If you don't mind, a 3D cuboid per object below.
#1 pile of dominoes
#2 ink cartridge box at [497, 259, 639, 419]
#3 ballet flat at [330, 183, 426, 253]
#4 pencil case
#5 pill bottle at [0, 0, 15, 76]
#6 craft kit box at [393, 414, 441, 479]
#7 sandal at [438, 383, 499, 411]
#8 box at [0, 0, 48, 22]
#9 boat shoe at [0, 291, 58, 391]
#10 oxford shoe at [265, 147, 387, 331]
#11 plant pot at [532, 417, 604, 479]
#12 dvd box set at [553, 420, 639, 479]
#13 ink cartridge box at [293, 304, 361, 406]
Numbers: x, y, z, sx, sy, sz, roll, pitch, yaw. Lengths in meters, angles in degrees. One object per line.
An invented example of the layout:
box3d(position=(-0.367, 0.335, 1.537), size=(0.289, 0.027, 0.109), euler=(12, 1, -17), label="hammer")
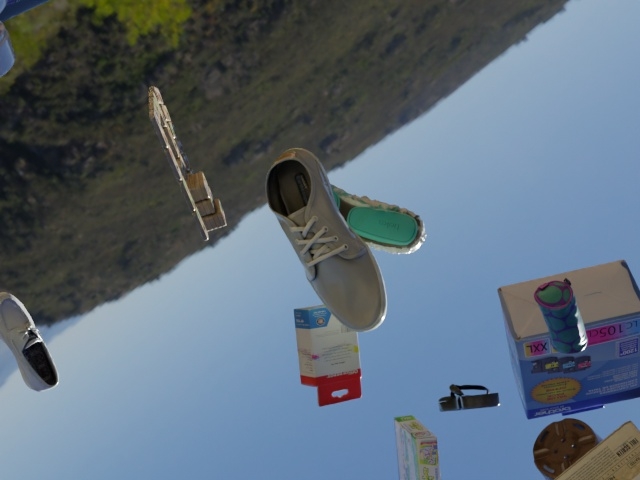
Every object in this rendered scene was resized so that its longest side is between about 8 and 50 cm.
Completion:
box3d(position=(-0.218, -0.136, 1.426), size=(0.040, 0.251, 0.196), euler=(-19, -148, -1), label="pile of dominoes")
box3d(position=(0.547, 0.238, 1.862), size=(0.270, 0.395, 0.151), euler=(-13, -130, 8), label="ink cartridge box")
box3d(position=(0.065, -0.050, 2.156), size=(0.147, 0.409, 0.147), euler=(20, 90, -76), label="ballet flat")
box3d(position=(0.410, 0.130, 1.477), size=(0.064, 0.151, 0.070), euler=(-28, -137, 3), label="pencil case")
box3d(position=(-0.410, -0.292, 0.879), size=(0.152, 0.272, 0.152), euler=(-6, -140, 5), label="pill bottle")
box3d(position=(0.232, 0.561, 2.054), size=(0.061, 0.249, 0.246), euler=(-5, -179, -4), label="craft kit box")
box3d(position=(0.299, 0.308, 1.729), size=(0.097, 0.054, 0.254), euler=(-5, 168, -9), label="sandal")
box3d(position=(-0.462, -0.477, 1.307), size=(0.165, 0.143, 0.270), euler=(-35, 176, -28), label="box")
box3d(position=(-0.494, 0.170, 1.456), size=(0.063, 0.184, 0.066), euler=(-12, -171, 44), label="boat shoe")
box3d(position=(0.000, 0.000, 1.908), size=(0.169, 0.449, 0.130), euler=(-29, 171, 22), label="oxford shoe")
box3d(position=(0.493, 0.432, 1.644), size=(0.167, 0.165, 0.167), euler=(-29, -144, 23), label="plant pot")
box3d(position=(0.419, 0.476, 1.105), size=(0.308, 0.062, 0.420), euler=(-41, -139, 4), label="dvd box set")
box3d(position=(0.019, 0.270, 2.082), size=(0.134, 0.231, 0.078), euler=(-5, -179, -32), label="ink cartridge box")
